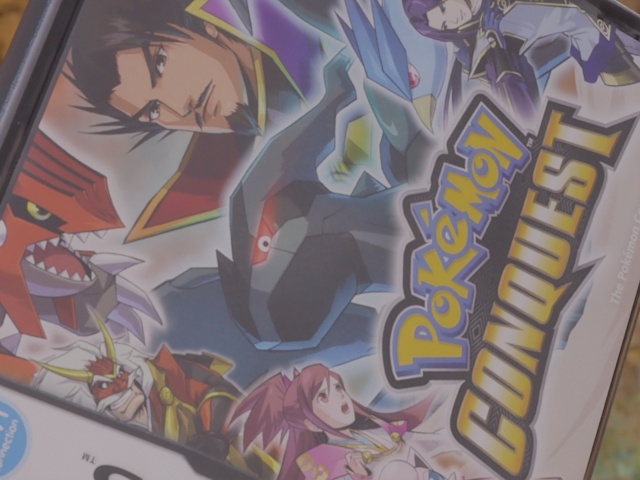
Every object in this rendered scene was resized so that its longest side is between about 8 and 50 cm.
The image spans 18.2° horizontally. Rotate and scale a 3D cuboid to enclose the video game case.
[{"bbox_3d":[0.000,0.000,0.693,0.248,0.275,0.035,27,-21,-20],"label":"video game case"}]
